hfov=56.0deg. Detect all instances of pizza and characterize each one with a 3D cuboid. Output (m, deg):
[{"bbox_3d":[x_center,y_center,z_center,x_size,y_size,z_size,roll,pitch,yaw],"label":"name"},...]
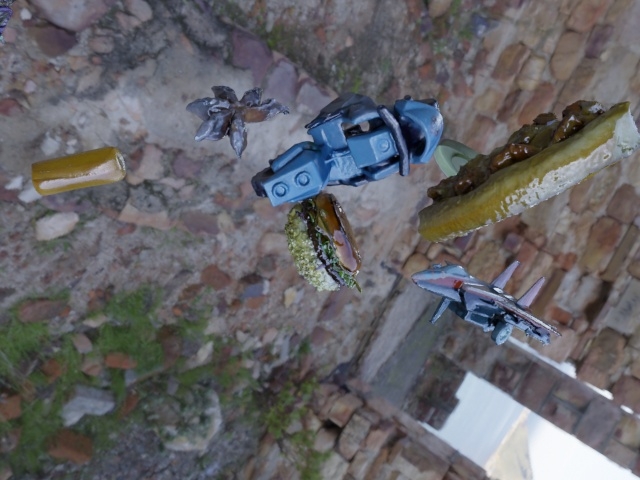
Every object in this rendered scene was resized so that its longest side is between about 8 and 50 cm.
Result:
[{"bbox_3d":[0.143,-0.054,0.438,0.175,0.046,0.134,-30,-175,36],"label":"pizza"}]

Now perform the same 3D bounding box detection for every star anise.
[{"bbox_3d":[-0.179,-0.258,1.205,0.208,0.171,0.063,-50,164,-36],"label":"star anise"}]

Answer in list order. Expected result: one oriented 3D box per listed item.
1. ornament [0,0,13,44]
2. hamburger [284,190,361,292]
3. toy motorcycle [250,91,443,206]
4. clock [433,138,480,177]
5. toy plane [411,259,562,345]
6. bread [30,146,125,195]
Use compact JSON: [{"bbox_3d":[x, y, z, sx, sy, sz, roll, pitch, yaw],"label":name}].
[{"bbox_3d":[-0.565,-0.384,1.035,0.203,0.081,0.088,-40,-170,38],"label":"ornament"},{"bbox_3d":[0.000,0.000,1.326,0.138,0.243,0.262,-21,117,8],"label":"hamburger"},{"bbox_3d":[0.064,-0.181,1.163,0.415,0.232,0.172,-24,111,-7],"label":"toy motorcycle"},{"bbox_3d":[0.368,-0.155,1.455,0.029,0.235,0.235,-49,153,-4],"label":"clock"},{"bbox_3d":[0.220,0.082,0.876,0.326,0.223,0.105,5,115,-44],"label":"toy plane"},{"bbox_3d":[-0.626,-0.175,1.545,0.074,0.239,0.093,-108,-174,-73],"label":"bread"}]
